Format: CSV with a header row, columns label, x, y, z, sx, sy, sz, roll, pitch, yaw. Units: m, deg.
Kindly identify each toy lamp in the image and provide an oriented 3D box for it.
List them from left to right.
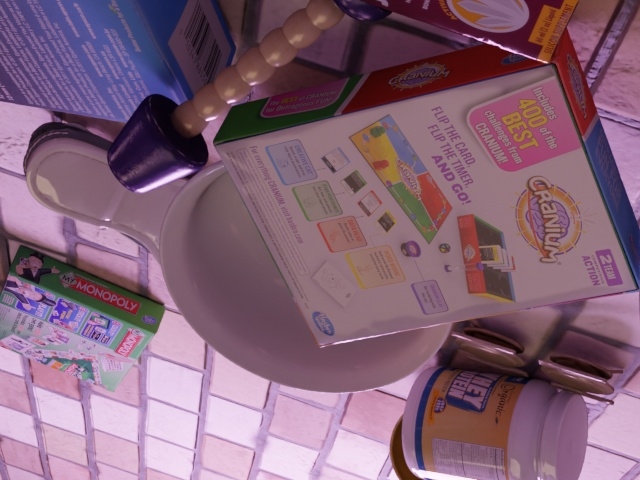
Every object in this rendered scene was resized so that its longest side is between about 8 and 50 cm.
label,x,y,z,sx,sy,sz,roll,pitch,yaw
toy lamp,-0.065,-0.133,1.288,0.274,0.080,0.080,-34,129,21

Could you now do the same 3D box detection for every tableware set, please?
label,x,y,z,sx,sy,sz,roll,pitch,yaw
tableware set,0.251,0.132,1.803,0.194,0.039,0.128,17,167,19

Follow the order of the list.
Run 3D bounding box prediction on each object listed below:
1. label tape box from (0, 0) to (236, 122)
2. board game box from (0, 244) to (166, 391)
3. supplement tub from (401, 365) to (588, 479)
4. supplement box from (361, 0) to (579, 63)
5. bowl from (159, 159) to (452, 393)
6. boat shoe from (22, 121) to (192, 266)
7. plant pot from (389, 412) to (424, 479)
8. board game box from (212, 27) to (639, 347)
label,x,y,z,sx,sy,sz,roll,pitch,yaw
label tape box,-0.275,-0.225,1.370,0.347,0.115,0.249,12,155,20
board game box,-0.354,0.118,2.194,0.213,0.046,0.317,23,155,-10
supplement tub,0.215,0.236,1.908,0.199,0.144,0.144,5,151,27
supplement box,0.103,-0.216,1.152,0.188,0.081,0.104,19,155,2
bowl,0.000,0.000,1.546,0.297,0.134,0.298,9,129,11
boat shoe,-0.185,-0.044,1.727,0.319,0.116,0.099,26,-162,-28
plant pot,0.170,0.279,2.070,0.134,0.134,0.095,9,177,22
board game box,0.098,-0.038,1.358,0.316,0.064,0.242,-11,123,24
